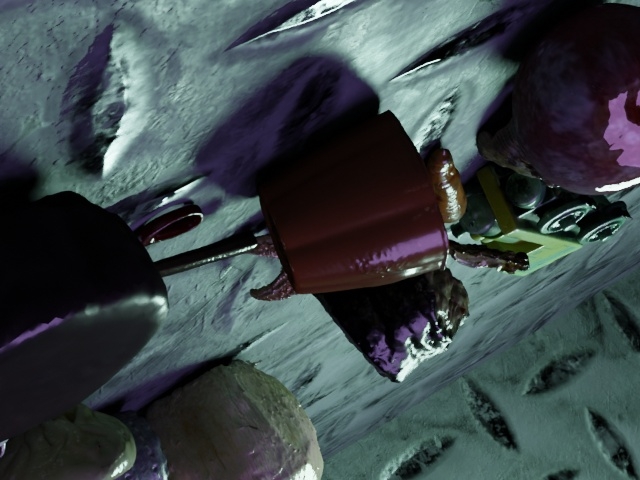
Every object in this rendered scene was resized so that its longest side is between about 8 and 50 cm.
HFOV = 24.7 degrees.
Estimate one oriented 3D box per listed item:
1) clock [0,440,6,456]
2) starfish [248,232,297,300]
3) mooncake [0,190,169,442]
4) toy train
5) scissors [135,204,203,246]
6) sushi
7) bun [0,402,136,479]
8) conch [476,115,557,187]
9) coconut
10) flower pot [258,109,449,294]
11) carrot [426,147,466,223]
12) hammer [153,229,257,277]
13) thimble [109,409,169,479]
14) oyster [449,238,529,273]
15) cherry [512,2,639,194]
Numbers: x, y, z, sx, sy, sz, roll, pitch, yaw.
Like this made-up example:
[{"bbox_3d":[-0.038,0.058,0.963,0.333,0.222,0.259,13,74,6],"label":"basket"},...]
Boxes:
[{"bbox_3d":[-0.425,0.249,1.652,0.162,0.093,0.166,-26,163,-41],"label":"clock"},{"bbox_3d":[0.001,0.001,1.810,0.238,0.071,0.216,1,127,-42],"label":"starfish"},{"bbox_3d":[-0.279,0.072,1.295,0.283,0.141,0.283,-27,162,-10],"label":"mooncake"},{"bbox_3d":[0.323,-0.045,2.255,0.237,0.150,0.369,-29,163,22],"label":"toy train"},{"bbox_3d":[-0.235,0.024,1.491,0.248,0.017,0.144,-15,155,-50],"label":"scissors"},{"bbox_3d":[0.105,0.076,2.045,0.171,0.211,0.350,-40,171,5],"label":"sushi"},{"bbox_3d":[-0.343,0.284,1.852,0.231,0.133,0.231,-33,178,-1],"label":"bun"},{"bbox_3d":[0.307,-0.147,1.963,0.178,0.163,0.245,15,157,-29],"label":"conch"},{"bbox_3d":[-0.140,0.346,2.262,0.297,0.254,0.297,-31,163,-10],"label":"coconut"},{"bbox_3d":[0.030,-0.030,1.619,0.173,0.190,0.190,-19,164,-5],"label":"flower pot"},{"bbox_3d":[0.169,-0.074,1.995,0.059,0.059,0.248,-34,163,-2],"label":"carrot"},{"bbox_3d":[-0.182,0.033,1.541,0.297,0.027,0.125,-16,161,-44],"label":"hammer"},{"bbox_3d":[-0.286,0.321,2.076,0.098,0.150,0.150,-22,161,-32],"label":"thimble"},{"bbox_3d":[0.248,0.021,2.182,0.132,0.029,0.086,21,160,-19],"label":"oyster"},{"bbox_3d":[0.345,-0.169,1.762,0.236,0.213,0.285,-54,141,-2],"label":"cherry"}]
